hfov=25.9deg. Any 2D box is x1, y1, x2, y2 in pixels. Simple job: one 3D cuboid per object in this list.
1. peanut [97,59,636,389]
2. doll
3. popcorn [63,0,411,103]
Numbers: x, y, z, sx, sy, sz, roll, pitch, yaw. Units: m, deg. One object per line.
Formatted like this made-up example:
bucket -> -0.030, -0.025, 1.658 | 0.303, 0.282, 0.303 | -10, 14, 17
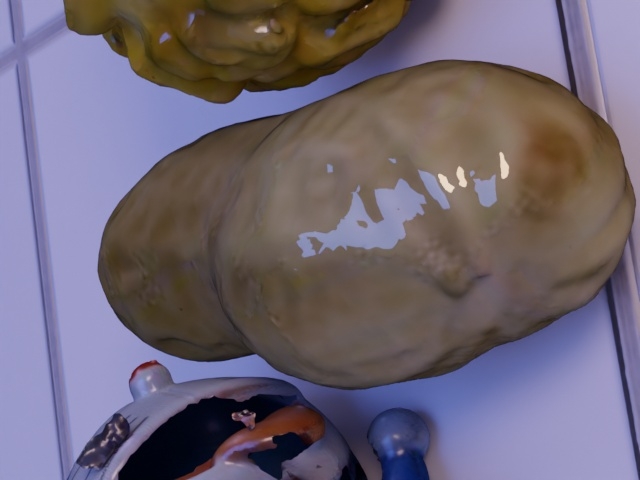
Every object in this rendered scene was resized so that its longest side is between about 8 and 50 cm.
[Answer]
peanut -> 0.000, 0.000, 0.662 | 0.319, 0.147, 0.147 | -9, 84, 46
doll -> -0.026, 0.157, 0.670 | 0.257, 0.215, 0.161 | 16, 134, 46
popcorn -> -0.036, -0.194, 0.659 | 0.250, 0.190, 0.250 | 8, 121, 14
